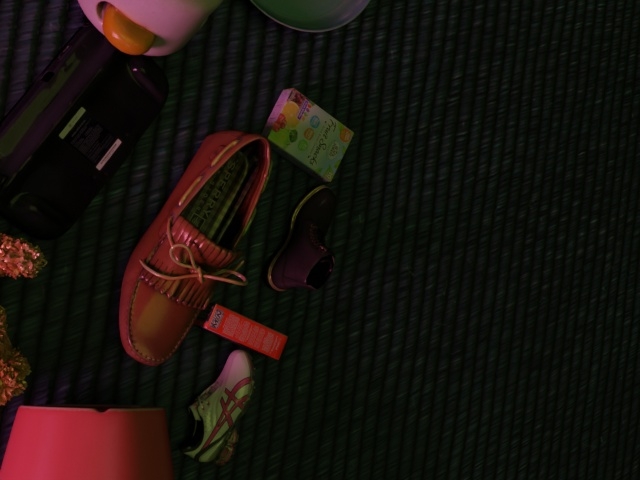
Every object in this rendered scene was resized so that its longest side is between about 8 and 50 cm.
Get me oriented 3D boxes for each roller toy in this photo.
[{"bbox_3d":[-0.238,-0.362,1.154,0.191,0.146,0.209,-17,77,-45],"label":"roller toy"}]

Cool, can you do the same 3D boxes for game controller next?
[{"bbox_3d":[-0.348,-0.158,1.174,0.319,0.067,0.166,-57,132,-17],"label":"game controller"}]

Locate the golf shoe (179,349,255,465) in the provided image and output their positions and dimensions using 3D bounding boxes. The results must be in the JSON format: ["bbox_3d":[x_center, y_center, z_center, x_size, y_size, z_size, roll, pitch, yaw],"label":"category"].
[{"bbox_3d":[-0.160,0.258,1.296,0.086,0.067,0.186,22,81,-30],"label":"golf shoe"}]

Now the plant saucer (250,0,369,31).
[{"bbox_3d":[-0.034,-0.501,1.361,0.318,0.044,0.317,-1,92,-33],"label":"plant saucer"}]

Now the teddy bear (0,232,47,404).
[{"bbox_3d":[-0.479,0.066,1.039,0.245,0.113,0.337,7,95,-12],"label":"teddy bear"}]

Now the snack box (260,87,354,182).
[{"bbox_3d":[-0.022,-0.175,1.384,0.141,0.037,0.100,33,75,-29],"label":"snack box"}]

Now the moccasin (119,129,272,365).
[{"bbox_3d":[-0.177,0.008,1.227,0.139,0.147,0.380,39,72,-28],"label":"moccasin"}]

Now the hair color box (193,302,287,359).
[{"bbox_3d":[-0.130,0.142,1.308,0.141,0.072,0.043,29,76,-29],"label":"hair color box"}]

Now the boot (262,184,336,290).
[{"bbox_3d":[0.000,0.000,1.346,0.077,0.137,0.197,33,74,-29],"label":"boot"}]

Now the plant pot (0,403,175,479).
[{"bbox_3d":[-0.312,0.344,1.103,0.275,0.275,0.243,8,79,-32],"label":"plant pot"}]
